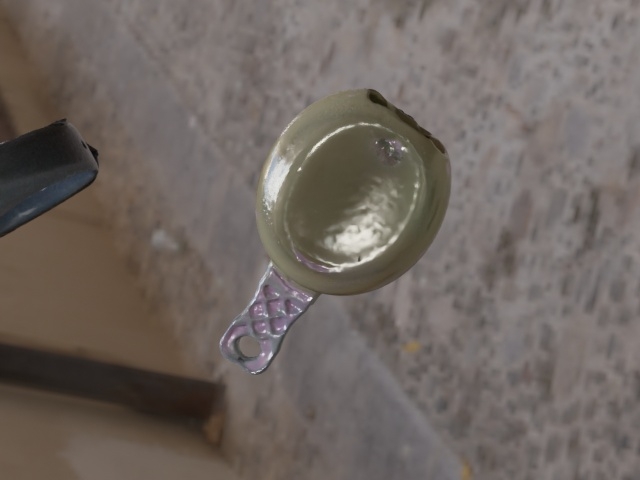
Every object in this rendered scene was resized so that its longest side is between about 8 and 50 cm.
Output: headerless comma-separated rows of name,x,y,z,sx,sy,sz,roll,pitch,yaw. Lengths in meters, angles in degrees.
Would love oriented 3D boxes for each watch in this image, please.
watch,-0.295,-0.032,1.436,0.206,0.193,0.068,-29,87,22

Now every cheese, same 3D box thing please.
cheese,0.000,0.000,1.223,0.227,0.137,0.064,-56,-2,11
